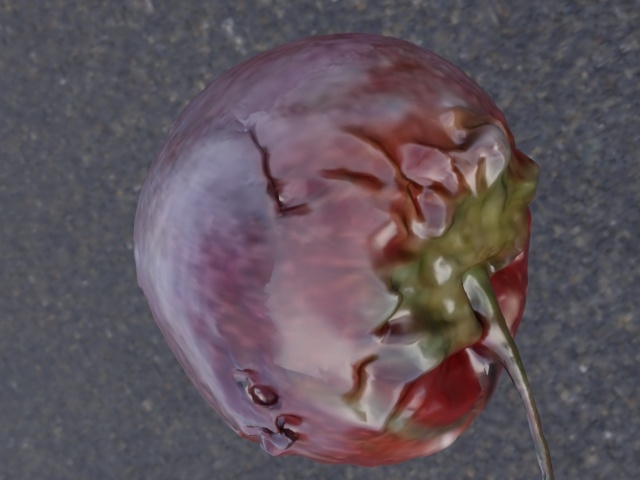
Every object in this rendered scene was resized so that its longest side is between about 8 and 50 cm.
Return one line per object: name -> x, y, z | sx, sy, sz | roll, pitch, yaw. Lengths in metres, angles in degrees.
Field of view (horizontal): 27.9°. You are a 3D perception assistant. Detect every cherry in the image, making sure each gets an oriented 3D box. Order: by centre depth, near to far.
cherry -> 0.000, 0.000, 0.602 | 0.250, 0.175, 0.192 | -146, 39, -66
